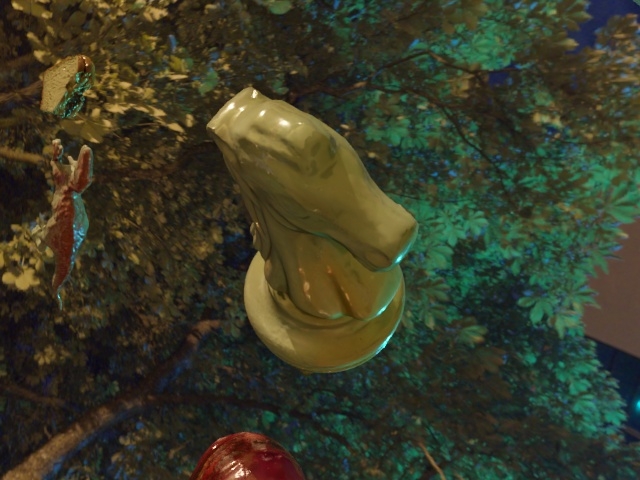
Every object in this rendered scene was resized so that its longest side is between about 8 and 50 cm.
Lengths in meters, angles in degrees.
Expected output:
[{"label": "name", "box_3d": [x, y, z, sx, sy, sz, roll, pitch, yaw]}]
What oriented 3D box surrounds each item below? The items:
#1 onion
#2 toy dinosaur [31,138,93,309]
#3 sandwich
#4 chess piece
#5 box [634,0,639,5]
[{"label": "onion", "box_3d": [-0.139, 0.584, 1.279, 0.282, 0.260, 0.336, 1, -101, -30]}, {"label": "toy dinosaur", "box_3d": [-0.322, -0.009, 0.766, 0.053, 0.167, 0.242, 0, -74, -37]}, {"label": "sandwich", "box_3d": [-0.396, -0.242, 0.953, 0.036, 0.105, 0.093, 20, -125, -53]}, {"label": "chess piece", "box_3d": [0.000, 0.000, 0.548, 0.176, 0.176, 0.298, -35, -26, -15]}, {"label": "box", "box_3d": [0.504, -0.314, 0.803, 0.233, 0.149, 0.067, 35, -70, -9]}]
